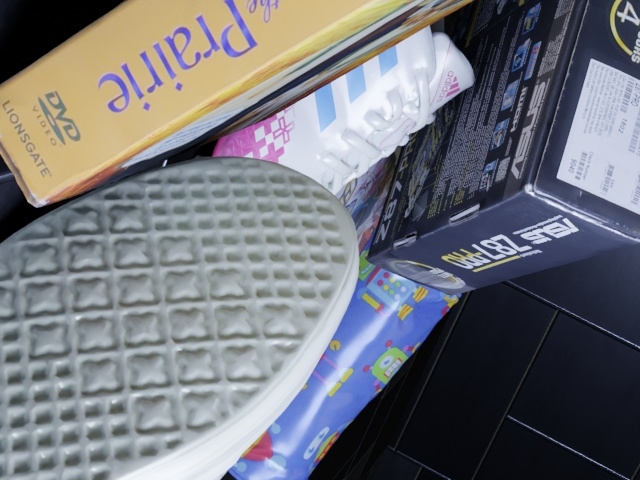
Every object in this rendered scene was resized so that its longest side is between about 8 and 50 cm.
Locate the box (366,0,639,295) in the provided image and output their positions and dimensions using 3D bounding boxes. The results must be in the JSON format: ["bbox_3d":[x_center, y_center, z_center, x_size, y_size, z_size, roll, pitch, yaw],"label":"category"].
[{"bbox_3d":[0.173,-0.169,0.943,0.318,0.097,0.395,155,-45,-70],"label":"box"}]

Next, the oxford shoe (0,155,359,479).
[{"bbox_3d":[-0.146,0.121,0.630,0.449,0.169,0.130,-48,160,-28],"label":"oxford shoe"}]

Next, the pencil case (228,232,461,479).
[{"bbox_3d":[0.014,0.129,1.312,0.306,0.119,0.133,-52,141,2],"label":"pencil case"}]

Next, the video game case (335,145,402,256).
[{"bbox_3d":[0.000,0.000,1.090,0.275,0.035,0.248,-60,168,-5],"label":"video game case"}]

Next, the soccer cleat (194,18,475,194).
[{"bbox_3d":[0.020,-0.098,0.902,0.331,0.143,0.116,-63,168,3],"label":"soccer cleat"}]

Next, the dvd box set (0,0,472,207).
[{"bbox_3d":[0.075,-0.160,0.627,0.420,0.062,0.307,-28,-177,22],"label":"dvd box set"}]
